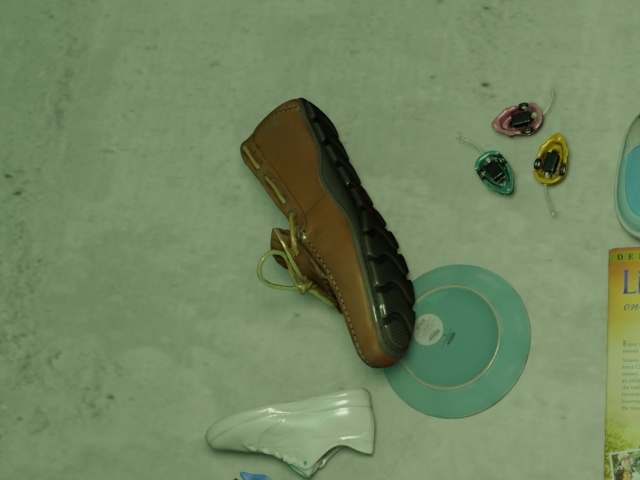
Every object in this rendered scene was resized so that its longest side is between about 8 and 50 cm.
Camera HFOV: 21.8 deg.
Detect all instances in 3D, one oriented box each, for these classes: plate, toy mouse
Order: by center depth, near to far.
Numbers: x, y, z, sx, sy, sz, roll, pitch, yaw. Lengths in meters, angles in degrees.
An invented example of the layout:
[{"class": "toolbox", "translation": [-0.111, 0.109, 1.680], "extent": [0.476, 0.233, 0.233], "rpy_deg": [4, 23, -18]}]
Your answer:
[{"class": "plate", "translation": [0.155, 0.116, 1.961], "extent": [0.188, 0.024, 0.188], "rpy_deg": [-7, 72, 22]}, {"class": "toy mouse", "translation": [0.233, -0.109, 1.993], "extent": [0.143, 0.031, 0.161], "rpy_deg": [8, 77, 25]}]

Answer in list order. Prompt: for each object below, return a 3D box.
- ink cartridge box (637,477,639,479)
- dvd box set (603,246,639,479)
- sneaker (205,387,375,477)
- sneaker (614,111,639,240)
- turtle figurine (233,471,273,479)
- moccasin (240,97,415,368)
[{"class": "ink cartridge box", "translation": [0.450, 0.258, 1.661], "extent": [0.201, 0.117, 0.278], "rpy_deg": [42, 94, 28]}, {"class": "dvd box set", "translation": [0.457, 0.208, 1.777], "extent": [0.308, 0.062, 0.420], "rpy_deg": [-4, 73, 23]}, {"class": "sneaker", "translation": [-0.037, 0.240, 1.982], "extent": [0.212, 0.080, 0.094], "rpy_deg": [-14, 80, 18]}, {"class": "sneaker", "translation": [0.396, -0.166, 1.839], "extent": [0.127, 0.208, 0.319], "rpy_deg": [20, 83, 26]}, {"class": "turtle figurine", "translation": [-0.159, 0.404, 1.908], "extent": [0.266, 0.198, 0.274], "rpy_deg": [-16, 64, 17]}, {"class": "moccasin", "translation": [-0.001, -0.001, 2.000], "extent": [0.147, 0.139, 0.380], "rpy_deg": [-35, 61, 14]}]
